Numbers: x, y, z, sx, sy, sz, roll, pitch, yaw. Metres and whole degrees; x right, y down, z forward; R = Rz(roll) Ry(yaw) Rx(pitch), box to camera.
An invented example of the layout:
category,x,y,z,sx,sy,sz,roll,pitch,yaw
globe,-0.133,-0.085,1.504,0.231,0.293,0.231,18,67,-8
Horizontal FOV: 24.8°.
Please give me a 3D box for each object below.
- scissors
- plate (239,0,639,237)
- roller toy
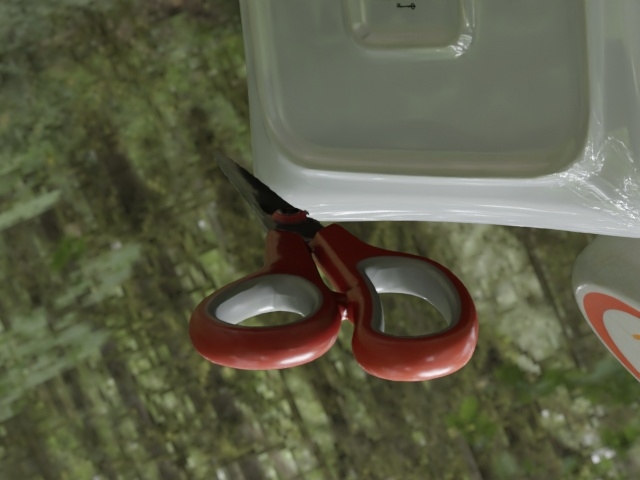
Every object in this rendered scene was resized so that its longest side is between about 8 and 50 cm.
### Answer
category,x,y,z,sx,sy,sz,roll,pitch,yaw
scissors,0.000,0.000,0.647,0.109,0.021,0.297,-3,-163,-2
plate,0.052,-0.136,0.738,0.277,0.278,0.045,4,-163,38
roller toy,0.289,0.038,1.008,0.146,0.191,0.209,-45,-125,-9
